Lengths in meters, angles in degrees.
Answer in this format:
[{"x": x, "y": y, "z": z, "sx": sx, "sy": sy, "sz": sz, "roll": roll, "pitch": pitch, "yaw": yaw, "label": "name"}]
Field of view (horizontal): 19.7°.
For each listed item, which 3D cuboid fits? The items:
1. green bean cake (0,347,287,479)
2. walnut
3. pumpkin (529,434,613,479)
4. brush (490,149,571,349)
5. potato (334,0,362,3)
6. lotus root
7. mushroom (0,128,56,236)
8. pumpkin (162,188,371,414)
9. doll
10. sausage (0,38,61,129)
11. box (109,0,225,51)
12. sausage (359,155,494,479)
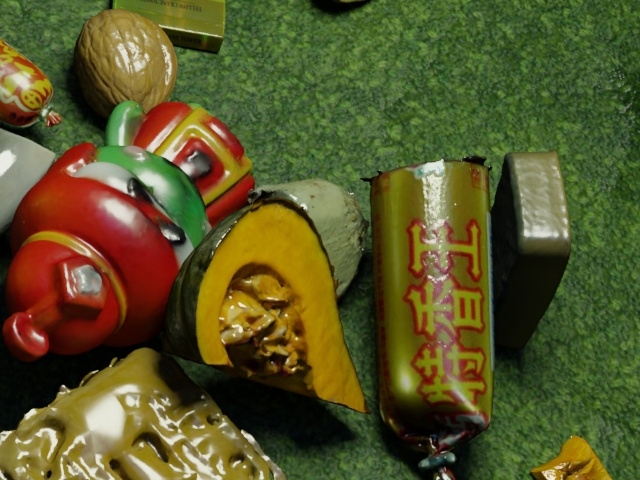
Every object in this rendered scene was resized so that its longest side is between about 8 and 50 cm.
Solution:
[{"x": -0.165, "y": 0.225, "z": 1.574, "sx": 0.224, "sy": 0.131, "sz": 0.229, "roll": -32, "pitch": 74, "yaw": -35, "label": "green bean cake"}, {"x": -0.196, "y": -0.174, "z": 1.849, "sx": 0.105, "sy": 0.105, "sz": 0.124, "roll": -5, "pitch": 64, "yaw": -23, "label": "walnut"}, {"x": 0.255, "y": 0.237, "z": 1.777, "sx": 0.073, "sy": 0.035, "sz": 0.101, "roll": -25, "pitch": 67, "yaw": -34, "label": "pumpkin"}, {"x": 0.194, "y": 0.010, "z": 1.807, "sx": 0.059, "sy": 0.197, "sz": 0.123, "roll": 5, "pitch": 55, "yaw": -7, "label": "brush"}, {"x": 0.013, "y": -0.325, "z": 2.055, "sx": 0.120, "sy": 0.081, "sz": 0.149, "roll": 21, "pitch": 65, "yaw": 33, "label": "potato"}, {"x": 0.003, "y": -0.001, "z": 1.788, "sx": 0.144, "sy": 0.070, "sz": 0.143, "roll": -33, "pitch": 115, "yaw": -48, "label": "lotus root"}, {"x": -0.344, "y": 0.004, "z": 1.685, "sx": 0.118, "sy": 0.103, "sz": 0.270, "roll": 22, "pitch": 64, "yaw": 6, "label": "mushroom"}, {"x": -0.052, "y": 0.049, "z": 1.667, "sx": 0.278, "sy": 0.111, "sz": 0.163, "roll": 25, "pitch": 78, "yaw": -50, "label": "pumpkin"}, {"x": -0.190, "y": 0.003, "z": 1.681, "sx": 0.182, "sy": 0.160, "sz": 0.363, "roll": 52, "pitch": 35, "yaw": -11, "label": "doll"}, {"x": -0.363, "y": -0.191, "z": 1.817, "sx": 0.264, "sy": 0.083, "sz": 0.083, "roll": 36, "pitch": 54, "yaw": 4, "label": "sausage"}, {"x": -0.162, "y": -0.294, "z": 1.980, "sx": 0.121, "sy": 0.030, "sz": 0.193, "roll": 9, "pitch": 56, "yaw": -14, "label": "box"}, {"x": 0.103, "y": 0.079, "z": 1.753, "sx": 0.125, "sy": 0.117, "sz": 0.317, "roll": -3, "pitch": 74, "yaw": 12, "label": "sausage"}]
